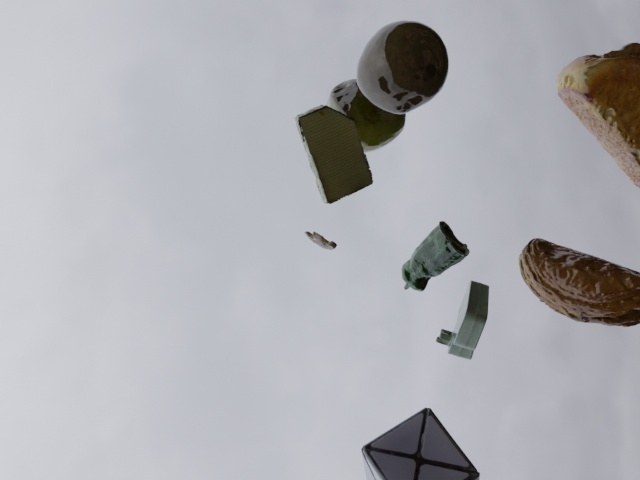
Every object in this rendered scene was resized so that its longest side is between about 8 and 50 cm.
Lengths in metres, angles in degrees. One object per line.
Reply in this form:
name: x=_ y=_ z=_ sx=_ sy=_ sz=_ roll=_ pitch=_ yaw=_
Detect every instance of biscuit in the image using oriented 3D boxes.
biscuit: x=0.035 y=-0.232 z=1.762 sx=0.150 sy=0.052 sz=0.252 roll=-28 pitch=-63 yaw=-15

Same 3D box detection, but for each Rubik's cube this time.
Rubik's cube: x=0.292 y=0.688 z=1.992 sx=0.255 sy=0.259 sz=0.260 roll=50 pitch=159 yaw=38

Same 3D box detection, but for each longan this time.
longan: x=0.232 y=-0.483 z=1.912 sx=0.258 sy=0.258 sz=0.258 roll=26 pitch=-124 yaw=-48

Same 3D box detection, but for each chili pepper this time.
chili pepper: x=0.352 y=0.074 z=2.217 sx=0.136 sy=0.270 sz=0.099 roll=44 pitch=-140 yaw=6

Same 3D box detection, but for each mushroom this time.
mushroom: x=0.000 y=0.000 z=1.772 sx=0.019 sy=0.101 sz=0.049 roll=-52 pitch=-35 yaw=-20

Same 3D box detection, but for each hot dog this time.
hot dog: x=0.520 y=0.085 z=1.351 sx=0.196 sy=0.272 sz=0.122 roll=-5 pitch=-70 yaw=-50
hot dog: x=0.761 y=-0.302 z=1.603 sx=0.405 sy=0.223 sz=0.185 roll=47 pitch=-177 yaw=-9

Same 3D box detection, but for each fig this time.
fig: x=0.149 y=-0.399 z=2.196 sx=0.270 sy=0.239 sz=0.240 roll=-2 pitch=-104 yaw=-22

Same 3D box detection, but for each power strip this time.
power strip: x=0.517 y=0.300 z=2.478 sx=0.229 sy=0.141 sz=0.261 roll=-62 pitch=-13 yaw=-57
